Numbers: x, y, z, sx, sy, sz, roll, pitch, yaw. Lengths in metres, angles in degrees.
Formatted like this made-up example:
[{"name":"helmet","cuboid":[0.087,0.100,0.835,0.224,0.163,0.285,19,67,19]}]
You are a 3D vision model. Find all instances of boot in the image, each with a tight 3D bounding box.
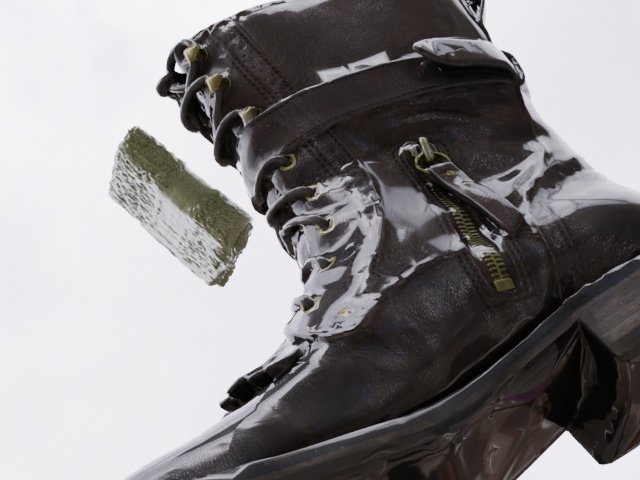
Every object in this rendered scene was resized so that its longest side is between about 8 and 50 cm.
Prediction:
[{"name":"boot","cuboid":[0.000,0.000,0.431,0.263,0.229,0.091,-22,-40,-23]}]

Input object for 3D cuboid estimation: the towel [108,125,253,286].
[{"name":"towel","cuboid":[-0.095,-0.021,0.804,0.110,0.148,0.027,41,-107,1]}]
